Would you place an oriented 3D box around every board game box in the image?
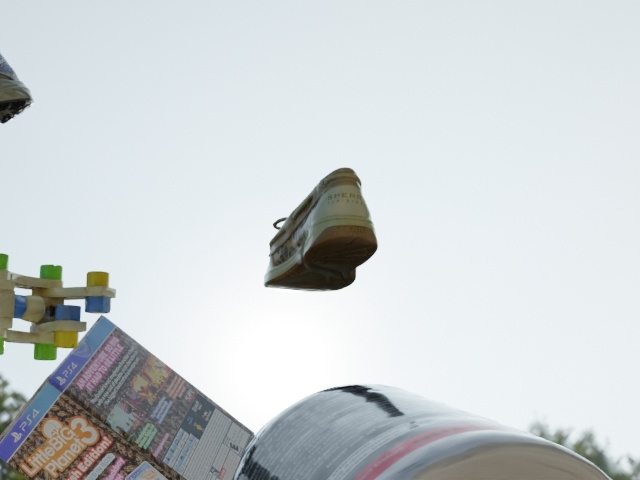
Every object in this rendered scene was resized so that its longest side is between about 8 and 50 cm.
[{"bbox_3d":[-0.263,0.279,1.535,0.141,0.291,0.232,-49,5,18],"label":"board game box"}]

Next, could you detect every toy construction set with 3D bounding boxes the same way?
[{"bbox_3d":[-0.432,0.100,1.386,0.327,0.151,0.215,-26,-24,38],"label":"toy construction set"}]

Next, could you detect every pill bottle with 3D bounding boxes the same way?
[{"bbox_3d":[0.041,0.178,0.646,0.176,0.318,0.176,0,-90,-16],"label":"pill bottle"}]

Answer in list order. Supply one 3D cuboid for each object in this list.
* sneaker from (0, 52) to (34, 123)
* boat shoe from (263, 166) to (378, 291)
[{"bbox_3d":[-0.261,-0.103,0.737,0.052,0.058,0.135,-32,-12,38],"label":"sneaker"},{"bbox_3d":[0.000,0.000,1.318,0.104,0.285,0.089,3,-107,-19],"label":"boat shoe"}]
